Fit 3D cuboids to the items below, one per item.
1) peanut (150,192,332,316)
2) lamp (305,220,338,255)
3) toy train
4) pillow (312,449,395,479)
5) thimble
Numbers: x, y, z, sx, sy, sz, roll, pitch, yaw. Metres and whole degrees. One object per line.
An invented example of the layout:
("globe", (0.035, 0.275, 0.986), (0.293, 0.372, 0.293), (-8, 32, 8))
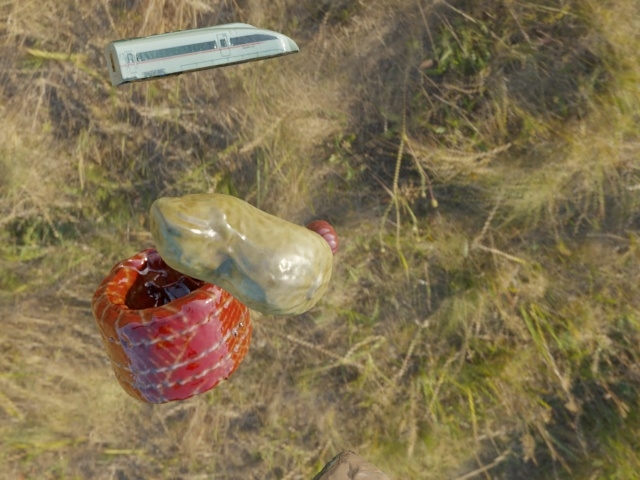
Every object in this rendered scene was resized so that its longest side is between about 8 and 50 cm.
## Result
("peanut", (-0.095, 0.013, 0.973), (0.253, 0.137, 0.122), (27, 97, -19))
("lamp", (0.000, 0.000, 2.056), (0.092, 0.107, 0.107), (-19, 125, -31))
("toy train", (-0.232, -0.396, 1.625), (0.407, 0.086, 0.088), (-17, 100, -27))
("pillow", (0.078, 0.289, 0.708), (0.126, 0.233, 0.043), (-44, 152, -33))
("thimble", (-0.317, 0.166, 1.723), (0.350, 0.350, 0.230), (-15, 119, -3))
